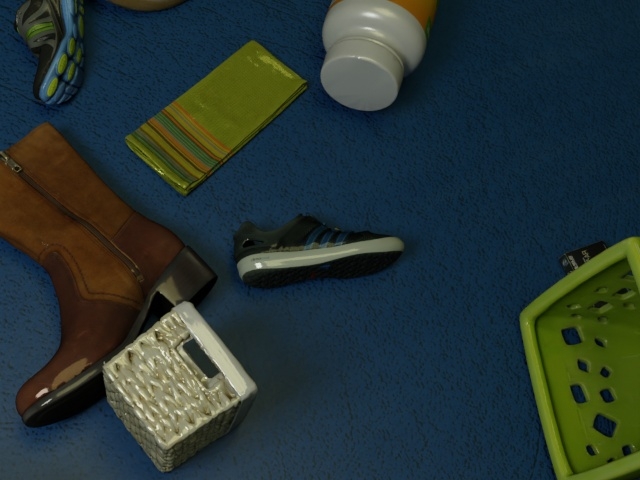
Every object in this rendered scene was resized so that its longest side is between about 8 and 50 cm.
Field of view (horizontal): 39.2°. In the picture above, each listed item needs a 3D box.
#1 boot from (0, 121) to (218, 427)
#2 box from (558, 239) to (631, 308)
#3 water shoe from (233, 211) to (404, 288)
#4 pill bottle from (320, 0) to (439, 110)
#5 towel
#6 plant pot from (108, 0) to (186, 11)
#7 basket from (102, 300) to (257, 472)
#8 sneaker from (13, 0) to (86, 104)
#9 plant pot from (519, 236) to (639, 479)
[{"bbox_3d":[-0.289,0.023,0.937,0.280,0.096,0.264,40,61,6],"label":"boot"},{"bbox_3d":[0.353,0.047,1.153,0.067,0.018,0.083,-16,70,-23],"label":"box"},{"bbox_3d":[0.000,0.000,1.044,0.203,0.073,0.080,-6,64,-19],"label":"water shoe"},{"bbox_3d":[0.080,-0.295,1.175,0.136,0.136,0.246,21,61,-5],"label":"pill bottle"},{"bbox_3d":[-0.125,-0.160,1.116,0.102,0.021,0.237,41,61,5],"label":"towel"},{"bbox_3d":[-0.220,-0.410,1.129,0.236,0.032,0.236,-5,99,-34],"label":"plant pot"},{"bbox_3d":[-0.141,0.151,0.879,0.103,0.167,0.113,-36,78,-21],"label":"basket"},{"bbox_3d":[-0.328,-0.242,1.083,0.078,0.067,0.188,-8,67,4],"label":"sneaker"},{"bbox_3d":[0.386,0.143,1.003,0.207,0.228,0.227,3,63,-21],"label":"plant pot"}]
